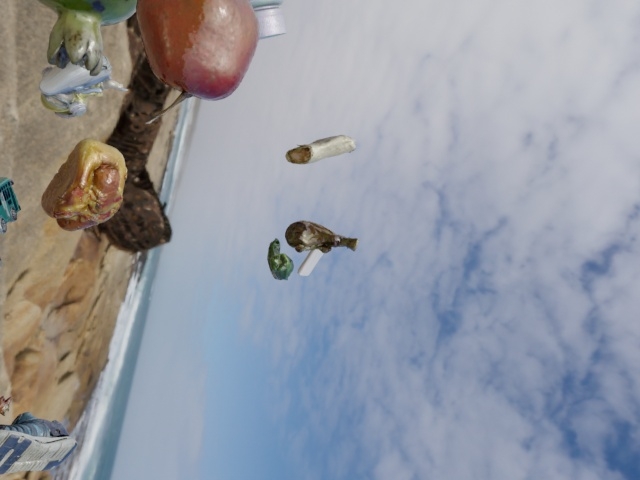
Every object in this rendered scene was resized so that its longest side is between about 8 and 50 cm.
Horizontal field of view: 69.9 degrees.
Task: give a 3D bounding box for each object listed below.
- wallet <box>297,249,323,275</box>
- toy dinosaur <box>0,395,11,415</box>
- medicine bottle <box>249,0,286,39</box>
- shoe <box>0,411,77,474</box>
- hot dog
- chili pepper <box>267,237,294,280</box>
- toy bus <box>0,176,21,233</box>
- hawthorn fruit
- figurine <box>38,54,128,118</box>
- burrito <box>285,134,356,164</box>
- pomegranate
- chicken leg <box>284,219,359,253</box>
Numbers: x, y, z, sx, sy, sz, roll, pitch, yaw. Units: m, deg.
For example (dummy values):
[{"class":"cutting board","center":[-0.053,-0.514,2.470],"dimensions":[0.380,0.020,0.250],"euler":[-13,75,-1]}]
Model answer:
[{"class":"wallet","center":[-0.015,0.039,1.203],"dimensions":[0.122,0.025,0.061],"euler":[-55,163,10]},{"class":"toy dinosaur","center":[-0.666,0.370,0.889],"dimensions":[0.049,0.055,0.154],"euler":[-1,-132,42]},{"class":"medicine bottle","center":[-0.154,-0.548,0.973],"dimensions":[0.139,0.139,0.225],"euler":[-123,-161,-66]},{"class":"shoe","center":[-0.603,0.404,0.928],"dimensions":[0.106,0.207,0.091],"euler":[38,-95,31]},{"class":"hot dog","center":[-0.597,-0.120,1.161],"dimensions":[0.257,0.150,0.153],"euler":[-41,-121,25]},{"class":"chili pepper","center":[-0.093,0.048,1.030],"dimensions":[0.182,0.050,0.073],"euler":[-142,-148,-73]},{"class":"toy bus","center":[-0.615,-0.064,0.835],"dimensions":[0.160,0.079,0.091],"euler":[-135,-142,-63]},{"class":"hawthorn fruit","center":[-0.172,-0.254,0.634],"dimensions":[0.163,0.163,0.203],"euler":[-161,-104,-72]},{"class":"figurine","center":[-0.549,-0.363,1.052],"dimensions":[0.184,0.128,0.208],"euler":[-31,-172,31]},{"class":"burrito","center":[0.011,-0.271,1.349],"dimensions":[0.087,0.226,0.060],"euler":[11,-64,50]},{"class":"pomegranate","center":[-0.465,-0.487,0.855],"dimensions":[0.242,0.243,0.305],"euler":[-32,-142,66]},{"class":"chicken leg","center":[0.000,0.000,1.070],"dimensions":[0.070,0.178,0.093],"euler":[89,15,-48]}]
